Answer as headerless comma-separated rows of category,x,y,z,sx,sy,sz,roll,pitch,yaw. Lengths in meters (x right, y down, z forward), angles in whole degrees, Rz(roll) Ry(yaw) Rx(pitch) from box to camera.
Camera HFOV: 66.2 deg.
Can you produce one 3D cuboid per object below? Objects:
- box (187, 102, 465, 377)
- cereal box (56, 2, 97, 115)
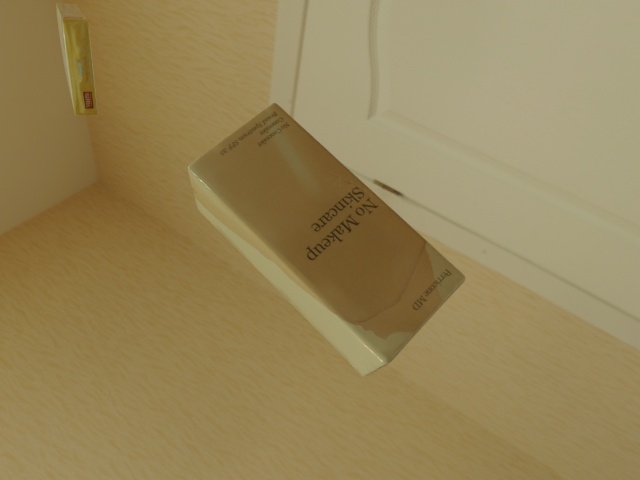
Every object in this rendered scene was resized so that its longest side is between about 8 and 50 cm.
box,0.000,0.000,0.597,0.148,0.311,0.121,-44,-11,-20
cereal box,-0.487,-0.367,0.979,0.047,0.240,0.172,-9,-56,-26
